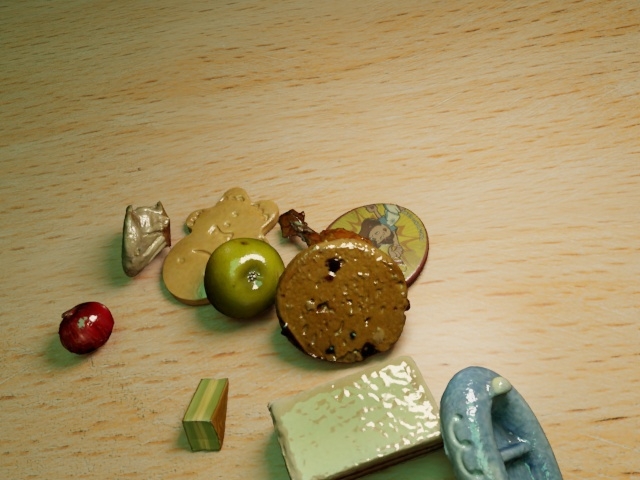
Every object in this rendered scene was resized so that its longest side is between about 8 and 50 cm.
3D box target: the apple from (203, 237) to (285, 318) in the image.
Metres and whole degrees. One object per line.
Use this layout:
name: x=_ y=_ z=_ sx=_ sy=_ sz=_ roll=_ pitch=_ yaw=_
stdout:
apple: x=-0.176 y=0.085 z=1.245 sx=0.196 sy=0.157 sz=0.196 roll=2 pitch=85 yaw=-20

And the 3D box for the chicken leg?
chicken leg: x=0.000 y=0.000 z=1.283 sx=0.304 sy=0.093 sz=0.113 roll=27 pitch=75 yaw=37

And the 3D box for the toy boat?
toy boat: x=0.334 y=0.371 z=0.923 sx=0.215 sy=0.123 sz=0.330 roll=3 pitch=55 yaw=-34

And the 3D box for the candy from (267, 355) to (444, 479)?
candy: x=0.073 y=0.362 z=1.041 sx=0.320 sy=0.135 sz=0.179 roll=-19 pitch=57 yaw=-1

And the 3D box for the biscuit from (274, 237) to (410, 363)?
biscuit: x=0.046 y=0.131 z=1.163 sx=0.295 sy=0.075 sz=0.296 roll=0 pitch=97 yaw=0

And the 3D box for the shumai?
shumai: x=-0.449 y=-0.004 z=1.381 sx=0.120 sy=0.201 sz=0.201 roll=2 pitch=53 yaw=-17

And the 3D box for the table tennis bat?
table tennis bat: x=0.087 y=0.060 z=1.293 sx=0.268 sy=0.051 sz=0.414 roll=35 pitch=67 yaw=31

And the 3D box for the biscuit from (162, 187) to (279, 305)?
biscuit: x=-0.265 y=0.009 z=1.395 sx=0.275 sy=0.052 sz=0.355 roll=27 pitch=65 yaw=26

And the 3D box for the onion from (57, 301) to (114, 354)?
onion: x=-0.565 y=0.209 z=1.281 sx=0.131 sy=0.131 sz=0.131 roll=-5 pitch=56 yaw=8

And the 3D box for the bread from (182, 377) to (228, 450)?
bread: x=-0.241 y=0.377 z=1.168 sx=0.074 sy=0.084 sz=0.139 roll=-6 pitch=25 yaw=8
